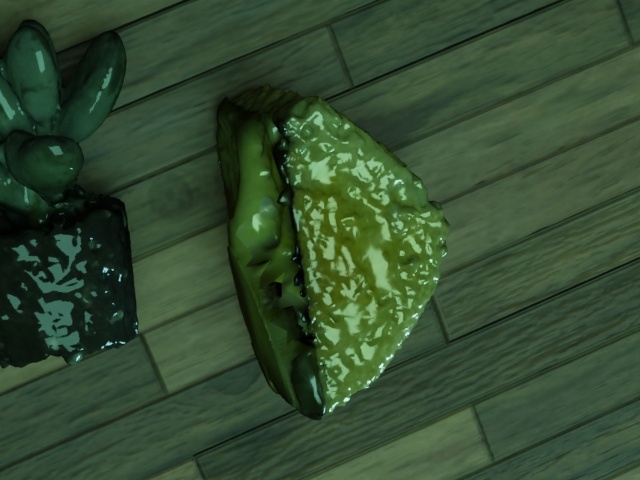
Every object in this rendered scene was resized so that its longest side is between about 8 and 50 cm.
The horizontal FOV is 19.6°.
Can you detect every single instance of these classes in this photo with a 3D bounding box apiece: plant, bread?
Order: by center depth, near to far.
[{"bbox_3d":[-0.225,-0.038,1.488,0.146,0.149,0.274,-4,101,-12],"label":"plant"},{"bbox_3d":[0.000,0.000,1.528,0.163,0.204,0.262,-8,101,-23],"label":"bread"}]
